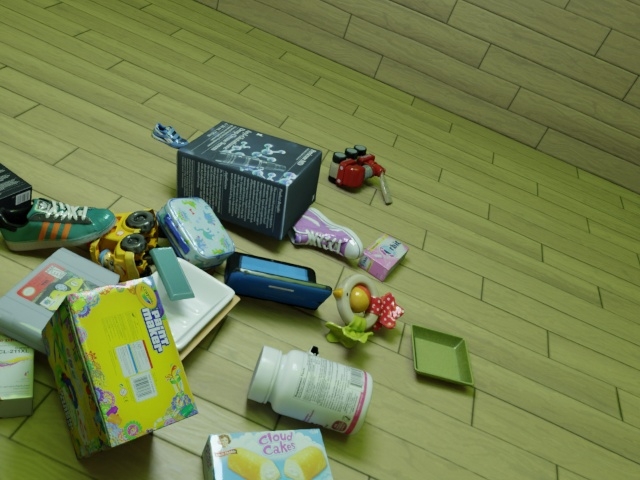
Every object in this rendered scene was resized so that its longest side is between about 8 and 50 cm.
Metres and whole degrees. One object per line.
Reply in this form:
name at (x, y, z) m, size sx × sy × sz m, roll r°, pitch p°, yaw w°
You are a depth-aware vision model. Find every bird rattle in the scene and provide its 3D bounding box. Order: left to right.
bird rattle at (0.130, 0.196, 1.724) m, size 0.253 × 0.143 × 0.207 m, roll -29°, pitch 104°, yaw -35°

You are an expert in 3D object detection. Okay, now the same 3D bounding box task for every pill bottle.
pill bottle at (-0.028, 0.366, 1.467) m, size 0.283 × 0.160 × 0.160 m, roll 19°, pitch 37°, yaw -5°

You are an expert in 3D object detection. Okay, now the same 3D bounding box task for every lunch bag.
lunch bag at (-0.367, -0.022, 1.723) m, size 0.219 × 0.090 × 0.176 m, roll 55°, pitch 27°, yaw 11°

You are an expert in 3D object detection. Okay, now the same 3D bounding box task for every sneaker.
sneaker at (-0.710, -0.055, 1.584) m, size 0.302 × 0.121 × 0.108 m, roll -10°, pitch 39°, yaw -4°
sneaker at (-0.563, -0.394, 2.223) m, size 0.144 × 0.059 × 0.053 m, roll 22°, pitch 34°, yaw -3°
sneaker at (-0.023, 0.333, 1.610) m, size 0.040 × 0.043 × 0.109 m, roll 15°, pitch 39°, yaw -14°
sneaker at (0.000, 0.001, 2.002) m, size 0.282 × 0.102 × 0.161 m, roll 31°, pitch 39°, yaw 29°

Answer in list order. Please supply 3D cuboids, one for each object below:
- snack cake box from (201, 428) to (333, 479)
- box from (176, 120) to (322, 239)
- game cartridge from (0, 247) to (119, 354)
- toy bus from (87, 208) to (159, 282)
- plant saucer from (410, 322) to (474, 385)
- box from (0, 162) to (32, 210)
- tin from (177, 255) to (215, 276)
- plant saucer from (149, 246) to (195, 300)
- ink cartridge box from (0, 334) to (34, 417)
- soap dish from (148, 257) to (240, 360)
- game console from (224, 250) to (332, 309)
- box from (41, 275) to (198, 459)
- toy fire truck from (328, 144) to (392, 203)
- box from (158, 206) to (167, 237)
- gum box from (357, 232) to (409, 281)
snack cake box at (-0.117, 0.508, 1.304) m, size 0.264 × 0.089 × 0.152 m, roll 5°, pitch 41°, yaw -23°
box at (-0.237, -0.211, 1.983) m, size 0.395 × 0.212 × 0.293 m, roll 19°, pitch 35°, yaw 13°
game cartridge at (-0.620, 0.141, 1.423) m, size 0.196 × 0.060 × 0.294 m, roll 30°, pitch 33°, yaw -4°
toy bus at (-0.571, 0.016, 1.652) m, size 0.211 × 0.149 × 0.220 m, roll 4°, pitch 41°, yaw -3°
plant saucer at (0.355, 0.352, 1.781) m, size 0.188 × 0.045 × 0.188 m, roll 16°, pitch 37°, yaw -9°
box at (-0.968, -0.116, 1.629) m, size 0.184 × 0.103 × 0.261 m, roll 36°, pitch 39°, yaw 12°
tin at (-0.377, 0.041, 1.798) m, size 0.106 × 0.040 × 0.189 m, roll 4°, pitch 40°, yaw -30°
plant saucer at (-0.391, 0.083, 1.555) m, size 0.067 × 0.018 × 0.192 m, roll -6°, pitch 44°, yaw -33°
ink cartridge box at (-0.693, 0.292, 1.285) m, size 0.127 × 0.072 × 0.175 m, roll 1°, pitch 42°, yaw -26°
soap dish at (-0.382, 0.190, 1.538) m, size 0.229 × 0.118 × 0.291 m, roll 29°, pitch 37°, yaw 9°
game console at (-0.128, 0.091, 1.760) m, size 0.293 × 0.250 × 0.173 m, roll 12°, pitch 64°, yaw -13°
box at (-0.422, 0.264, 1.208) m, size 0.177 × 0.279 × 0.290 m, roll -13°, pitch 77°, yaw -39°
toy fire truck at (0.180, -0.254, 2.388) m, size 0.246 × 0.158 × 0.217 m, roll 31°, pitch 35°, yaw 28°
box at (-0.467, -0.053, 1.826) m, size 0.062 × 0.083 × 0.052 m, roll 7°, pitch 41°, yaw -20°
gum box at (0.224, 0.054, 2.071) m, size 0.107 × 0.062 × 0.188 m, roll 34°, pitch 38°, yaw 15°
